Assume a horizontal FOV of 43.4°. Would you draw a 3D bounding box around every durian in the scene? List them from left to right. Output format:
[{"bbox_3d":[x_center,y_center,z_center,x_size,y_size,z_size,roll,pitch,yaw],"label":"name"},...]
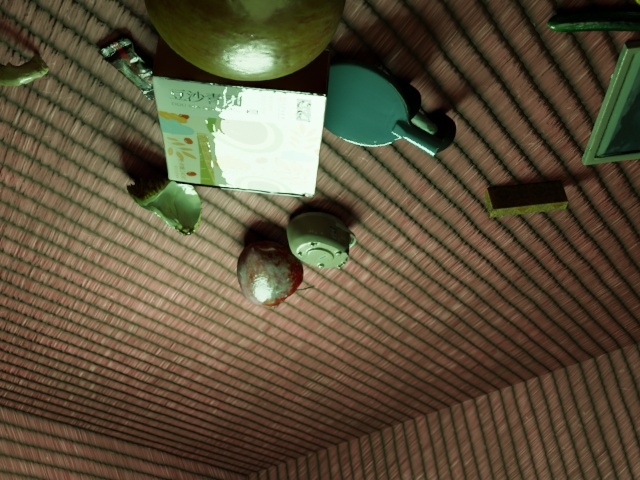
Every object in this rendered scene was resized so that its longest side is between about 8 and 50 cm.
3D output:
[{"bbox_3d":[-0.397,-0.091,2.022,0.145,0.139,0.252,-13,148,15],"label":"durian"}]

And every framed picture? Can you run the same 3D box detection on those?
[{"bbox_3d":[0.863,-0.347,2.013,0.326,0.028,0.446,-8,148,-1],"label":"framed picture"}]

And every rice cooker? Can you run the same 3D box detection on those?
[{"bbox_3d":[0.000,0.000,2.265,0.206,0.127,0.145,28,134,-31],"label":"rice cooker"}]

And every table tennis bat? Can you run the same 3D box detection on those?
[{"bbox_3d":[0.121,-0.284,1.799,0.329,0.044,0.215,28,137,1],"label":"table tennis bat"}]

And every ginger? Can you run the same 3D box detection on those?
[{"bbox_3d":[-0.695,-0.362,1.604,0.288,0.075,0.089,6,140,-14],"label":"ginger"}]

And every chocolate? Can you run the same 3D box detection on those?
[{"bbox_3d":[-0.386,-0.361,1.706,0.086,0.028,0.182,-17,149,19],"label":"chocolate"}]

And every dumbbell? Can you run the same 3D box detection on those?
[{"bbox_3d":[0.233,-0.287,1.896,0.100,0.100,0.191,-30,143,30],"label":"dumbbell"}]

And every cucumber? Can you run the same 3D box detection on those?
[{"bbox_3d":[0.629,-0.476,1.736,0.285,0.056,0.056,-5,147,-7],"label":"cucumber"}]

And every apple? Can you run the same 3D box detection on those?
[{"bbox_3d":[-0.130,-0.458,1.292,0.334,0.400,0.400,-1,147,-6],"label":"apple"}]

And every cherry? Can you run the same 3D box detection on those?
[{"bbox_3d":[-0.152,0.086,2.320,0.192,0.175,0.249,-23,144,6],"label":"cherry"}]

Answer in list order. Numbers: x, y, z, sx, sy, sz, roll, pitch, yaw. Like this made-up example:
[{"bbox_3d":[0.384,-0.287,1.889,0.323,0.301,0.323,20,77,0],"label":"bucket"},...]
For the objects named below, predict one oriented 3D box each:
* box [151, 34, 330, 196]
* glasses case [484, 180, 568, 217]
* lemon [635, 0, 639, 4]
[{"bbox_3d":[-0.167,-0.257,1.738,0.345,0.122,0.385,6,151,-2],"label":"box"},{"bbox_3d":[0.579,-0.115,2.264,0.218,0.075,0.049,-6,149,-4],"label":"glasses case"},{"bbox_3d":[0.692,-0.517,1.678,0.083,0.062,0.062,-2,147,-16],"label":"lemon"}]
